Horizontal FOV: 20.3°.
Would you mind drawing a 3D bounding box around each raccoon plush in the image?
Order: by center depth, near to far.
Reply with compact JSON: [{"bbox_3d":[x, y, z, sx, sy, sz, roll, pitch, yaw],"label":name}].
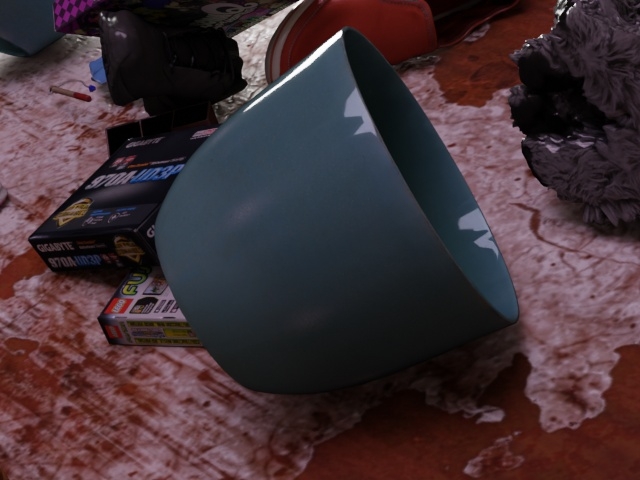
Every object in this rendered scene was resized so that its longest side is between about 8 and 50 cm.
[{"bbox_3d":[0.389,-0.123,1.680,0.446,0.216,0.299,39,46,21],"label":"raccoon plush"}]

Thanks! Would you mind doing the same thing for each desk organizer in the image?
[{"bbox_3d":[-0.177,-0.110,2.009,0.130,0.050,0.047,-14,33,10],"label":"desk organizer"}]

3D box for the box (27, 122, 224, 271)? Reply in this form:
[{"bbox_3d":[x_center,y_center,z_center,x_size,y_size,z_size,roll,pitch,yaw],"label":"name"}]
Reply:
[{"bbox_3d":[-0.182,-0.044,1.855,0.220,0.051,0.175,-4,38,52],"label":"box"}]

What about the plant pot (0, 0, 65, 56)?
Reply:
[{"bbox_3d":[-0.407,-0.352,2.324,0.290,0.290,0.195,13,82,40],"label":"plant pot"}]

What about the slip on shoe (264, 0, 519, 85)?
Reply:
[{"bbox_3d":[0.086,-0.252,2.020,0.331,0.123,0.101,-26,37,-17],"label":"slip on shoe"}]

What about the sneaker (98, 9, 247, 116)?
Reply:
[{"bbox_3d":[-0.161,-0.203,1.975,0.130,0.109,0.286,-10,-3,11],"label":"sneaker"}]

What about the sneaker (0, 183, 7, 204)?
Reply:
[{"bbox_3d":[-0.431,-0.084,2.086,0.063,0.075,0.170,-40,37,-27],"label":"sneaker"}]

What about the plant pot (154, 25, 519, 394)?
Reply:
[{"bbox_3d":[0.000,0.000,1.561,0.235,0.293,0.293,-31,31,13],"label":"plant pot"}]

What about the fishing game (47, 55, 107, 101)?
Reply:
[{"bbox_3d":[-0.203,-0.233,2.205,0.264,0.041,0.189,-33,24,-20],"label":"fishing game"}]

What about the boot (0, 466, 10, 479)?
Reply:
[{"bbox_3d":[-0.283,0.217,1.499,0.073,0.152,0.197,-35,36,-20],"label":"boot"}]

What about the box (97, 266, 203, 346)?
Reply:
[{"bbox_3d":[-0.127,0.025,1.800,0.114,0.036,0.207,0,38,28],"label":"box"}]

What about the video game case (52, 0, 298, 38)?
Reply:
[{"bbox_3d":[-0.150,-0.271,1.980,0.210,0.042,0.232,4,-14,-37],"label":"video game case"}]
